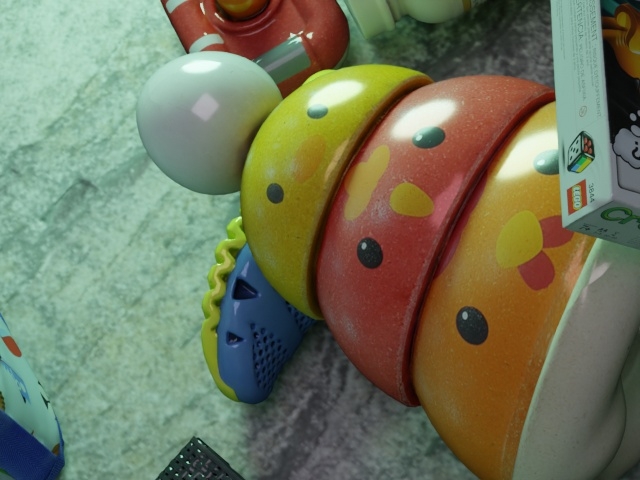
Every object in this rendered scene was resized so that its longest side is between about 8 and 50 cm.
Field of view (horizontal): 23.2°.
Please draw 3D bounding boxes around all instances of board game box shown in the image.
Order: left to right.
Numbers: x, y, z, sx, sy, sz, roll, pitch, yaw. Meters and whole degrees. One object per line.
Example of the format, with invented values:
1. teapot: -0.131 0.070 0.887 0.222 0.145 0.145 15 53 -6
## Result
1. board game box: 0.287 -0.067 1.014 0.305 0.053 0.193 14 63 -26

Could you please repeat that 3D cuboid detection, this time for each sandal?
1. sandal: 0.000 0.000 1.366 0.138 0.126 0.317 19 74 19

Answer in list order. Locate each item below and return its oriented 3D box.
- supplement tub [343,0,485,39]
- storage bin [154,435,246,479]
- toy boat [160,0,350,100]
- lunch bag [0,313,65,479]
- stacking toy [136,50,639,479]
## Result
1. supplement tub: 0.138 -0.338 1.414 0.316 0.228 0.228 -26 62 3
2. storage bin: -0.055 0.254 1.262 0.180 0.122 0.084 39 82 27
3. toy boat: -0.079 -0.242 1.477 0.151 0.151 0.231 -30 62 1
4. lunch bag: -0.429 0.082 1.337 0.385 0.328 0.239 20 72 25
5. stacking toy: 0.055 -0.017 1.209 0.480 0.350 0.350 23 75 20
